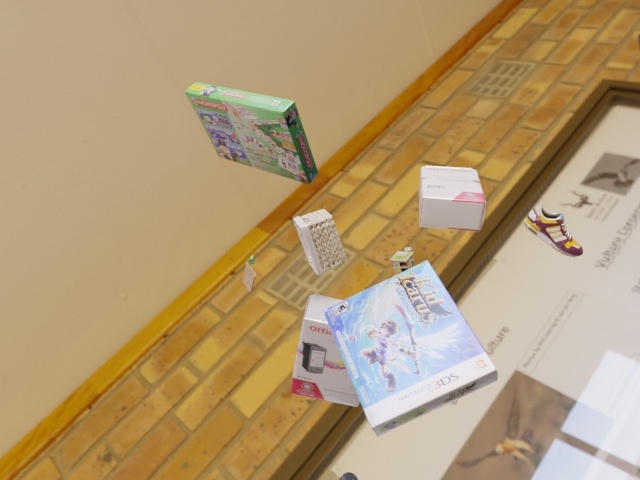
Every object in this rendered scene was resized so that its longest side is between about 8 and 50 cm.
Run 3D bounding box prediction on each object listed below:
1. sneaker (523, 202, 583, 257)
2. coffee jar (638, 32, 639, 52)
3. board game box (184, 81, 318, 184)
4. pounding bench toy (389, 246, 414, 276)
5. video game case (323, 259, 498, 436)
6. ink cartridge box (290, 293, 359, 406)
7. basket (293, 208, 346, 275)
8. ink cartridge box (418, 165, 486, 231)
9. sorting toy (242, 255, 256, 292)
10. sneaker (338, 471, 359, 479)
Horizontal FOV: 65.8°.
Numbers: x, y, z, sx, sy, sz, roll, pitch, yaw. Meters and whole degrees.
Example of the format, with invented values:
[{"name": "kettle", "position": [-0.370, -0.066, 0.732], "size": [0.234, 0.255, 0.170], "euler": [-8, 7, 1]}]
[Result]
[{"name": "sneaker", "position": [0.665, -0.027, 1.381], "size": [0.083, 0.186, 0.069], "euler": [-59, -3, 34]}, {"name": "coffee jar", "position": [0.577, -0.257, 0.801], "size": [0.079, 0.096, 0.184], "euler": [-8, -86, -42]}, {"name": "board game box", "position": [-0.166, -0.261, 1.198], "size": [0.046, 0.317, 0.213], "euler": [-51, -36, -26]}, {"name": "pounding bench toy", "position": [0.246, 0.065, 1.421], "size": [0.083, 0.052, 0.065], "euler": [-42, -57, -45]}, {"name": "video game case", "position": [0.163, 0.198, 0.961], "size": [0.244, 0.269, 0.061], "euler": [-25, -40, 0]}, {"name": "ink cartridge box", "position": [0.041, 0.340, 1.515], "size": [0.131, 0.226, 0.306], "euler": [-75, -4, -60]}, {"name": "basket", "position": [0.000, 0.000, 1.474], "size": [0.103, 0.113, 0.167], "euler": [-23, -69, -7]}, {"name": "ink cartridge box", "position": [0.454, -0.154, 1.742], "size": [0.283, 0.207, 0.117], "euler": [-72, -16, -59]}, {"name": "sorting toy", "position": [-0.173, 0.081, 1.230], "size": [0.012, 0.062, 0.083], "euler": [0, -58, -31]}, {"name": "sneaker", "position": [0.047, 0.584, 1.114], "size": [0.072, 0.077, 0.178], "euler": [-1, -65, -18]}]
